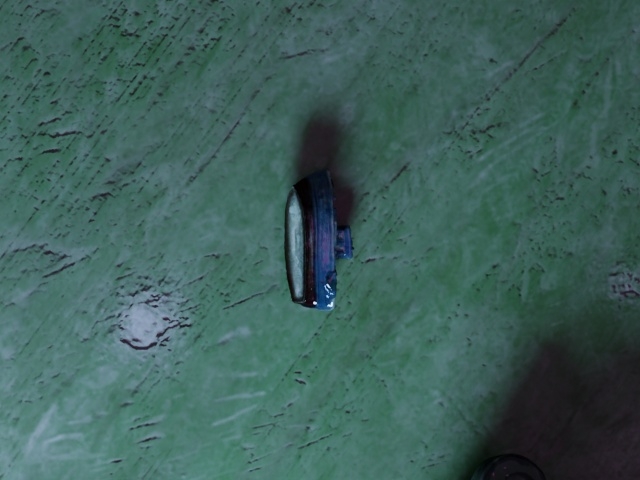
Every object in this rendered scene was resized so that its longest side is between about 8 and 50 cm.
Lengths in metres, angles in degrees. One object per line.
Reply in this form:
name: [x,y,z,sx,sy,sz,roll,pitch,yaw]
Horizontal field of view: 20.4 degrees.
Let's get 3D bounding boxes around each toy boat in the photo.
toy boat: [0.000,0.000,1.711,0.061,0.060,0.137,-6,91,-34]

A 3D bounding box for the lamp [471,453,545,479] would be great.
lamp: [0.197,0.415,1.667,0.272,0.205,0.374,27,76,-4]
